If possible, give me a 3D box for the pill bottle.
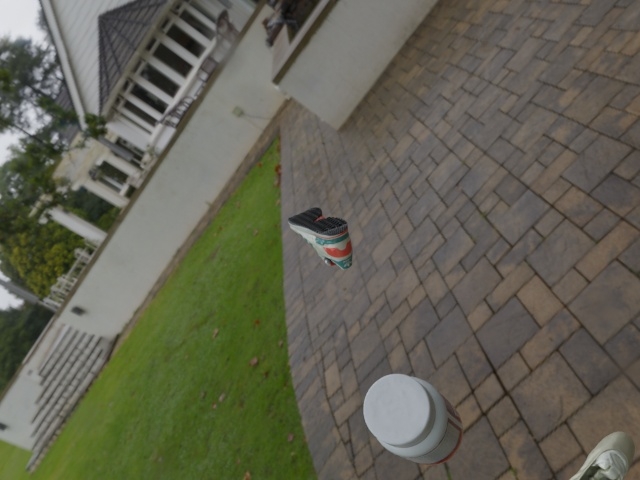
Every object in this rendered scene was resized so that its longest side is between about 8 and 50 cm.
[{"bbox_3d":[0.151,0.289,0.850,0.121,0.221,0.121,-12,59,20],"label":"pill bottle"}]

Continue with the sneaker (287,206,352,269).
[{"bbox_3d":[0.000,0.000,0.794,0.057,0.075,0.161,-24,21,-18],"label":"sneaker"}]

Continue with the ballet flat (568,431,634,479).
[{"bbox_3d":[0.616,0.530,1.168,0.248,0.086,0.086,-46,18,-4],"label":"ballet flat"}]
